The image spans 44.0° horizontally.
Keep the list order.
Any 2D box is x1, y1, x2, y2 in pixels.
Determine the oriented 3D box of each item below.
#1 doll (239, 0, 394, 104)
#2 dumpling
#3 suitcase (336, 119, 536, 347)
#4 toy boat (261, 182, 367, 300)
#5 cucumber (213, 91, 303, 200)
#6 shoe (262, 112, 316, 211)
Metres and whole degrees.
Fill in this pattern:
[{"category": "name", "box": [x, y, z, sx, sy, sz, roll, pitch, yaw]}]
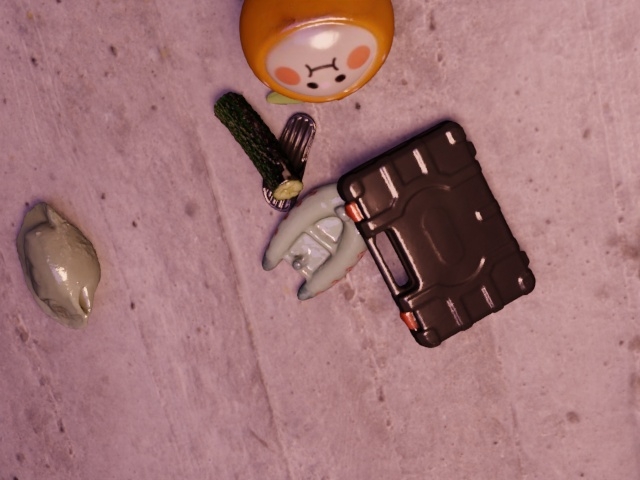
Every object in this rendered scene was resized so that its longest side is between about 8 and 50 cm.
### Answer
[{"category": "doll", "box": [0.000, -0.274, 1.097, 0.214, 0.213, 0.236, 0, 150, 11]}, {"category": "dumpling", "box": [-0.427, 0.042, 1.310, 0.108, 0.153, 0.219, -14, 88, -29]}, {"category": "suitcase", "box": [0.170, -0.009, 1.153, 0.206, 0.066, 0.285, -28, 99, -6]}, {"category": "toy boat", "box": [0.000, 0.000, 1.218, 0.134, 0.079, 0.207, 44, 110, 0]}, {"category": "cucumber", "box": [-0.090, -0.141, 1.174, 0.058, 0.058, 0.187, -43, 68, 19]}, {"category": "shoe", "box": [-0.050, -0.117, 1.207, 0.062, 0.053, 0.159, 20, 106, 1]}]
